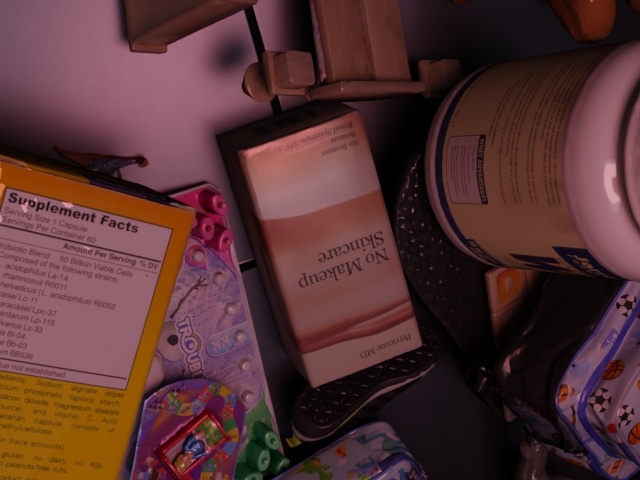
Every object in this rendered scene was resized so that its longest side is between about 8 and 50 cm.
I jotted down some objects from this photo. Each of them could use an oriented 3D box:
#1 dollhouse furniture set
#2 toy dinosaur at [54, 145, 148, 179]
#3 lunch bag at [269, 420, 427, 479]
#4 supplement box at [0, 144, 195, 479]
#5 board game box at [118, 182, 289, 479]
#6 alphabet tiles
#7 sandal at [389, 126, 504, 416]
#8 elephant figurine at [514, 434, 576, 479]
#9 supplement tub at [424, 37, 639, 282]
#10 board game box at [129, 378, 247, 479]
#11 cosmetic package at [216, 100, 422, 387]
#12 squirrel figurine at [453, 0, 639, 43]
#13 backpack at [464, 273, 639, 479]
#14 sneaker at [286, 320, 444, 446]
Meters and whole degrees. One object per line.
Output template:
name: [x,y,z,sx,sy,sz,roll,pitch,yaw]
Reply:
dollhouse furniture set: [-0.032,-0.298,1.174,0.355,0.173,0.303,-6,87,-44]
toy dinosaur: [-0.239,-0.088,1.173,0.082,0.047,0.090,-34,101,-25]
lunch bag: [0.031,0.338,1.315,0.219,0.090,0.176,-30,138,-6]
supplement box: [-0.287,0.100,1.005,0.194,0.195,0.357,16,93,-31]
board game box: [-0.241,0.174,1.188,0.390,0.050,0.390,-20,109,-24]
alphabet tiles: [0.333,0.076,1.337,0.285,0.011,0.343,-27,122,-24]
sandal: [0.181,0.043,1.306,0.167,0.107,0.446,-30,123,-11]
elephant figurine: [0.318,0.390,1.399,0.169,0.186,0.239,26,91,21]
supplement tub: [0.284,-0.079,1.054,0.235,0.325,0.235,-2,94,-29]
board game box: [-0.147,0.247,1.207,0.133,0.033,0.169,8,97,-30]
cosmetic package: [0.000,0.000,1.216,0.153,0.129,0.296,-22,110,-10]
squirrel figurine: [0.338,-0.445,1.129,0.370,0.281,0.397,-19,111,-17]
backpack: [0.351,0.157,1.255,0.276,0.213,0.263,-50,139,-12]
sneaker: [0.050,0.183,1.319,0.234,0.084,0.097,-28,155,-21]
